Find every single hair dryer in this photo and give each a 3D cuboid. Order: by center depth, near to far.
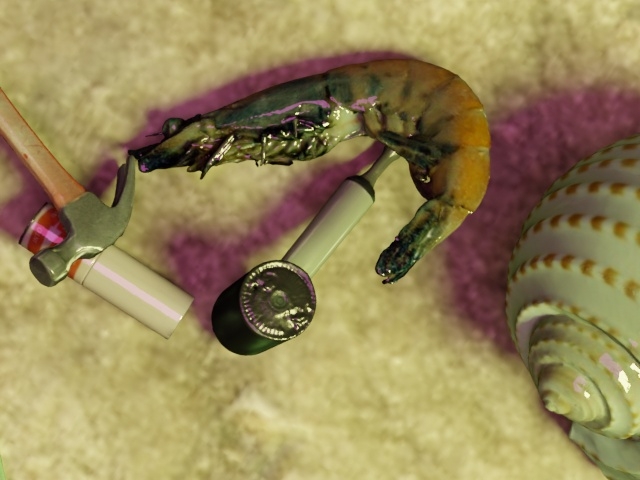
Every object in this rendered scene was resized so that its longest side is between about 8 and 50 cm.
[{"bbox_3d":[0.000,0.000,1.149,0.057,0.100,0.197,43,72,-6],"label":"hair dryer"}]

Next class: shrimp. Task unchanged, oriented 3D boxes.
[{"bbox_3d":[-0.008,-0.043,1.105,0.262,0.198,0.051,-10,138,3],"label":"shrimp"}]

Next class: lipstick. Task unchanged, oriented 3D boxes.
[{"bbox_3d":[-0.157,0.022,1.157,0.131,0.038,0.038,33,91,-3],"label":"lipstick"}]

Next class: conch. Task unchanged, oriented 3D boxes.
[{"bbox_3d":[0.300,0.053,1.093,0.319,0.215,0.303,-28,104,1],"label":"conch"}]

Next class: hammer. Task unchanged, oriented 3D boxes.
[{"bbox_3d":[-0.241,-0.105,1.133,0.111,0.033,0.287,-38,87,-33],"label":"hammer"}]

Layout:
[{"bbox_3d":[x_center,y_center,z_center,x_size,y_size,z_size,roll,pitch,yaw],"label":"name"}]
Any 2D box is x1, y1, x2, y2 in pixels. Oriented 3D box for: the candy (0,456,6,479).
[{"bbox_3d":[-0.221,0.247,1.162,0.077,0.073,0.262,-12,86,-20],"label":"candy"}]
